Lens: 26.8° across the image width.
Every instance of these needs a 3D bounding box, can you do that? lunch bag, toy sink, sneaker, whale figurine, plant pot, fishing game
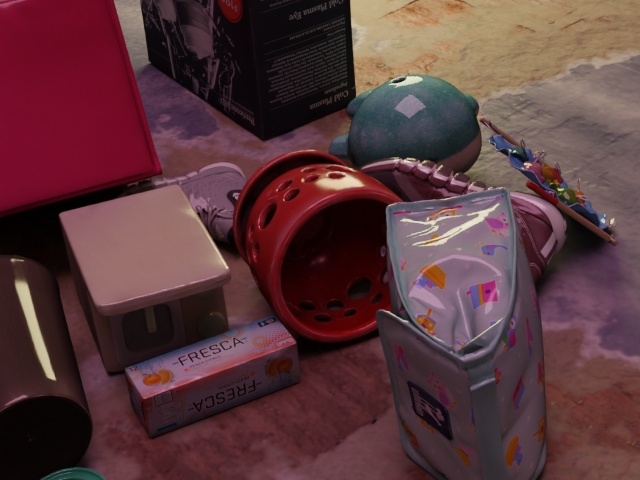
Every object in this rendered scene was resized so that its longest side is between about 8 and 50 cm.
[{"bbox_3d":[0.144,0.112,1.338,0.160,0.223,0.262,-8,36,6],"label":"lunch bag"},{"bbox_3d":[-0.195,0.055,1.543,0.152,0.131,0.234,-16,31,-15],"label":"toy sink"},{"bbox_3d":[-0.164,-0.025,1.697,0.228,0.086,0.132,-25,42,-29],"label":"sneaker"},{"bbox_3d":[0.107,-0.169,1.813,0.216,0.141,0.272,-19,28,-3],"label":"whale figurine"},{"bbox_3d":[0.000,0.000,1.557,0.191,0.191,0.174,-17,27,-18],"label":"plant pot"},{"bbox_3d":[0.290,-0.079,1.664,0.189,0.041,0.264,34,14,-14],"label":"fishing game"},{"bbox_3d":[0.140,-0.002,1.601,0.281,0.106,0.163,12,46,20],"label":"sneaker"}]

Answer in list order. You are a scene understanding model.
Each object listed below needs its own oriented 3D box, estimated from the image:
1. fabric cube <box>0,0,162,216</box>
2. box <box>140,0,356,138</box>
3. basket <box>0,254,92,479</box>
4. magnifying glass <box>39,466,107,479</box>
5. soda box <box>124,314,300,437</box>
[{"bbox_3d":[-0.377,-0.163,1.699,0.258,0.254,0.259,-16,5,-18],"label":"fabric cube"},{"bbox_3d":[-0.119,-0.372,1.990,0.179,0.313,0.343,-25,39,-26],"label":"box"},{"bbox_3d":[-0.337,0.144,1.422,0.204,0.154,0.227,-21,41,-19],"label":"basket"},{"bbox_3d":[-0.277,0.301,1.290,0.092,0.026,0.231,10,38,20],"label":"magnifying glass"},{"bbox_3d":[-0.116,0.146,1.464,0.183,0.058,0.063,-18,37,-20],"label":"soda box"}]
